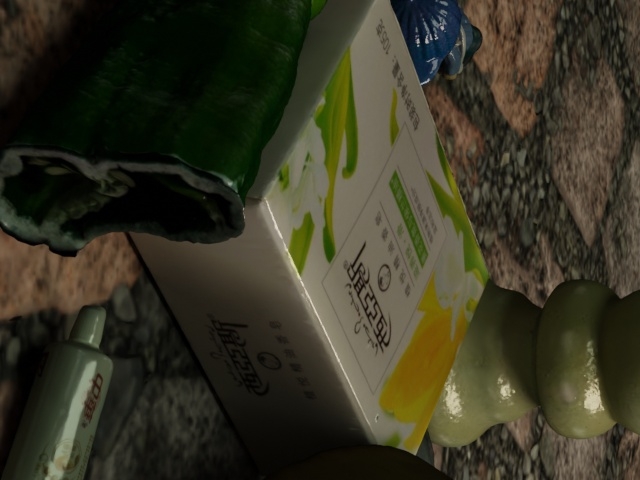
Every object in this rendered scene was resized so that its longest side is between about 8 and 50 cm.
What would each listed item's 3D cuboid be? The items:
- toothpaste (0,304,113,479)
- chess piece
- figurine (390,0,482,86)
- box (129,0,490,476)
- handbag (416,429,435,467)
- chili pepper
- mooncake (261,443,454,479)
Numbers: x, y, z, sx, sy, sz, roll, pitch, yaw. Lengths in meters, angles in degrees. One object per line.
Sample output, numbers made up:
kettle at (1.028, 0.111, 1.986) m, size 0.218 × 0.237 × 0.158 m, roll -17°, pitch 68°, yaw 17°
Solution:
toothpaste at (-0.147, 0.142, 0.831) m, size 0.060 × 0.038 × 0.233 m, roll 39°, pitch 61°, yaw -52°
chess piece at (0.171, 0.086, 1.189) m, size 0.144 × 0.251 × 0.144 m, roll -5°, pitch 95°, yaw -62°
figurine at (0.084, -0.157, 1.205) m, size 0.077 × 0.079 × 0.136 m, roll 52°, pitch 31°, yaw 14°
box at (0.000, 0.000, 1.019) m, size 0.194 × 0.111 × 0.260 m, roll -63°, pitch 145°, yaw -37°
handbag at (0.045, 0.286, 1.162) m, size 0.191 × 0.075 × 0.332 m, roll -44°, pitch 132°, yaw -48°
chili pepper at (-0.064, -0.107, 0.880) m, size 0.099 × 0.136 × 0.270 m, roll 57°, pitch 38°, yaw -28°
mooncake at (0.028, 0.273, 0.947) m, size 0.284 × 0.155 × 0.284 m, roll -25°, pitch 128°, yaw -36°
